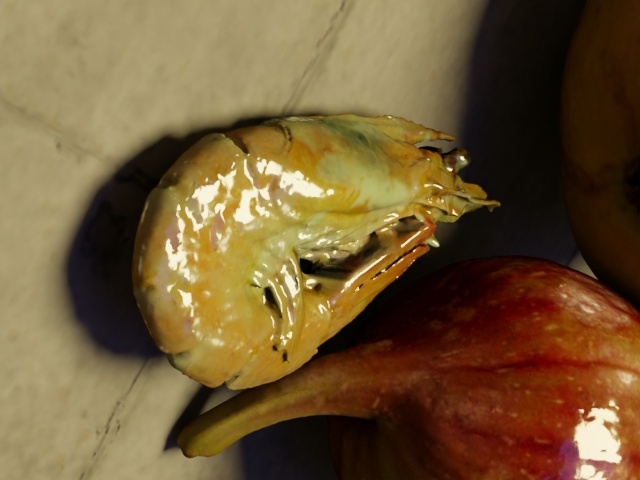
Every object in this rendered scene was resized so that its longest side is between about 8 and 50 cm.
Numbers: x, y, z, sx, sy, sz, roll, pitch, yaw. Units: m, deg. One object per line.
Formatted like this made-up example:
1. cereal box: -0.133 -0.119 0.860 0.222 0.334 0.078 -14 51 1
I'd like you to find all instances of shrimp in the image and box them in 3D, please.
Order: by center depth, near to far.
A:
1. shrimp: -0.001 0.000 0.760 0.217 0.051 0.115 -14 117 -45

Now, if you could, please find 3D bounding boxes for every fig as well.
1. fig: 0.066 0.081 0.808 0.207 0.175 0.175 28 90 -39

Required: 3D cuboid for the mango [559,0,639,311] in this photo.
1. mango: 0.268 -0.106 0.878 0.378 0.221 0.264 -50 137 -30
